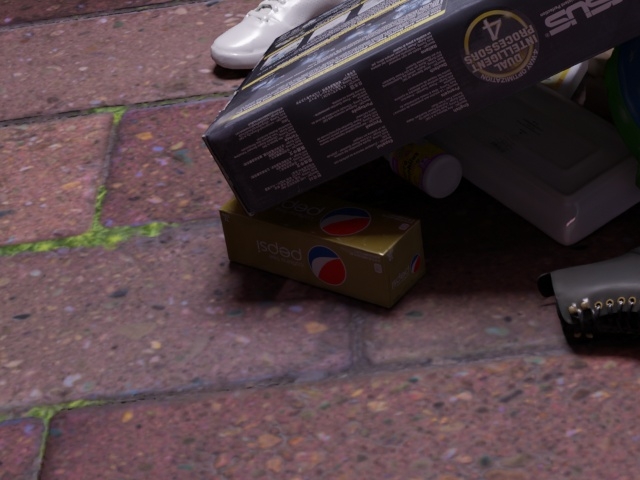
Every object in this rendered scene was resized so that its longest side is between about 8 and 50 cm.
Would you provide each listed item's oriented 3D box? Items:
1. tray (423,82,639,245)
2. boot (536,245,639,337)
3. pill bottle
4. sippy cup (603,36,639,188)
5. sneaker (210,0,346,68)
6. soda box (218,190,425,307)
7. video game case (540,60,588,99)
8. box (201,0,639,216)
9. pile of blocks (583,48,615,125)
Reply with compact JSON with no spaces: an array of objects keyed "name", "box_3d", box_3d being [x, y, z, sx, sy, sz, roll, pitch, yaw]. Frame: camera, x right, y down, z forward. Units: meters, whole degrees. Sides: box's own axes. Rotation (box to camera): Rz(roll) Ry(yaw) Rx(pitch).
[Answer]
[{"name":"tray","box_3d":[0.197,-0.098,1.471,0.145,0.030,0.270,-32,43,-18]},{"name":"boot","box_3d":[0.254,0.065,1.217,0.137,0.077,0.198,-14,21,2]},{"name":"pill bottle","box_3d":[0.094,-0.074,1.477,0.043,0.043,0.083,-26,36,-22]},{"name":"sippy cup","box_3d":[0.381,-0.174,1.310,0.240,0.224,0.306,4,64,-5]},{"name":"sneaker","box_3d":[-0.035,-0.265,1.746,0.212,0.094,0.080,-27,39,-23]},{"name":"soda box","box_3d":[0.000,0.000,1.379,0.181,0.058,0.061,15,40,33]},{"name":"video game case","box_3d":[0.193,-0.213,1.653,0.206,0.026,0.227,10,44,27]},{"name":"box","box_3d":[0.111,-0.191,1.399,0.395,0.097,0.318,-25,15,19]},{"name":"pile of blocks","box_3d":[0.352,-0.273,1.522,0.362,0.149,0.112,-50,43,-3]}]
